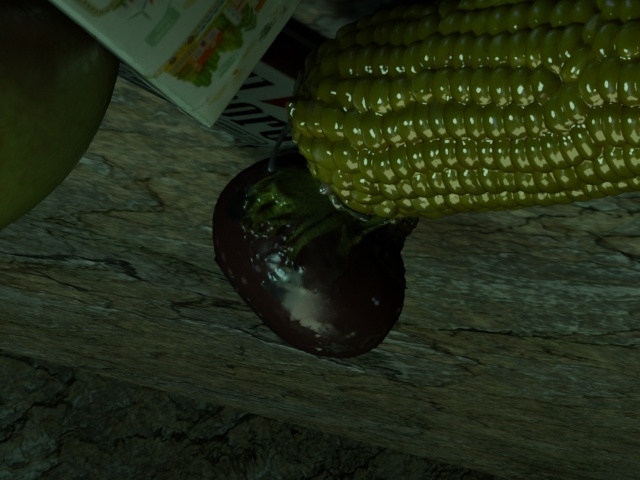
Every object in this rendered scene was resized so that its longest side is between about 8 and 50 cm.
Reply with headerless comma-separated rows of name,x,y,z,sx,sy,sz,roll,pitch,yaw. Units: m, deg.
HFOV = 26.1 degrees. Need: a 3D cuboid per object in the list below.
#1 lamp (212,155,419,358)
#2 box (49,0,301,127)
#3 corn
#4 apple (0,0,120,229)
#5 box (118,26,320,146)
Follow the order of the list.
lamp,0.003,0.004,0.967,0.156,0.135,0.157,49,-179,-19
box,-0.061,-0.133,0.471,0.032,0.122,0.220,34,178,30
corn,0.113,-0.068,0.621,0.305,0.106,0.106,-4,160,41
apple,-0.170,-0.088,0.565,0.188,0.207,0.174,-5,166,32
box,-0.060,-0.101,0.769,0.115,0.036,0.177,-2,161,45
